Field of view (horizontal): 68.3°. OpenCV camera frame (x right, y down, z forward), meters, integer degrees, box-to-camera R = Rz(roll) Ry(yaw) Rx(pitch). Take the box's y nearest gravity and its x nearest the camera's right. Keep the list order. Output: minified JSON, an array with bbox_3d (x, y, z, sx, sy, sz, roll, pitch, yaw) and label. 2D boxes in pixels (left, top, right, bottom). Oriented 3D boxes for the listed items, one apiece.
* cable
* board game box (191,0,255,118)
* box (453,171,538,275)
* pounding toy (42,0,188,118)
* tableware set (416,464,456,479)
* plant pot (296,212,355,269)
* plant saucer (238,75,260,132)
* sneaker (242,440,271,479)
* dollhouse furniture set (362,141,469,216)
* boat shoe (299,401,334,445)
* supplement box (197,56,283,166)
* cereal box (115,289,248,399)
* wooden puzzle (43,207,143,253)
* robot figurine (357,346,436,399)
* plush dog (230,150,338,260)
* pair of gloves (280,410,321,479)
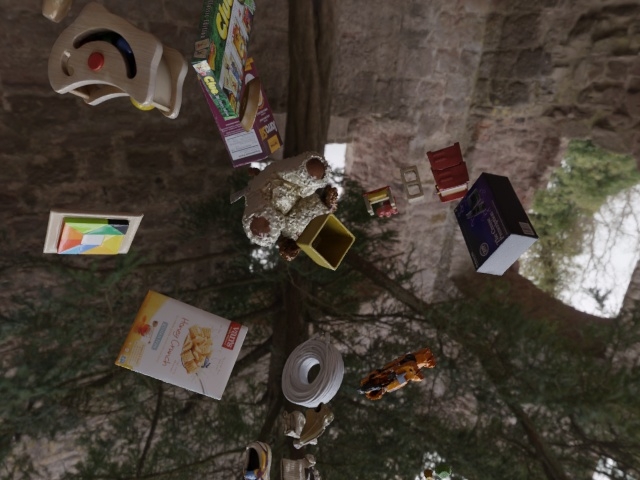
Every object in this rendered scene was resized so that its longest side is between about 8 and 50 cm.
[{"bbox_3d":[-0.032,0.501,1.797,0.257,0.089,0.257,-32,-137,21],"label":"cable"},{"bbox_3d":[-0.155,-0.350,0.786,0.031,0.259,0.136,-1,158,13],"label":"board game box"},{"bbox_3d":[0.530,-0.053,1.456,0.103,0.184,0.261,7,-132,-15],"label":"box"},{"bbox_3d":[-0.352,-0.283,0.723,0.270,0.154,0.155,33,-171,17],"label":"pounding toy"},{"bbox_3d":[0.282,0.585,1.095,0.104,0.154,0.024,-27,-164,11],"label":"tableware set"},{"bbox_3d":[0.000,0.000,0.928,0.083,0.081,0.081,5,-125,54],"label":"plant pot"},{"bbox_3d":[-0.107,-0.203,0.702,0.015,0.083,0.083,8,-160,-21],"label":"plant saucer"},{"bbox_3d":[-0.153,0.581,1.131,0.070,0.084,0.185,-19,-119,11],"label":"sneaker"},{"bbox_3d":[0.346,-0.205,1.727,0.375,0.152,0.201,-16,167,12],"label":"dollhouse furniture set"},{"bbox_3d":[-0.022,0.526,1.375,0.068,0.072,0.190,-31,172,16],"label":"boat shoe"},{"bbox_3d":[-0.155,-0.257,0.944,0.081,0.188,0.104,-12,-158,21],"label":"supplement box"},{"bbox_3d":[-0.305,0.234,1.059,0.240,0.172,0.047,23,164,-13],"label":"cereal box"},{"bbox_3d":[-0.623,-0.013,1.294,0.221,0.239,0.044,1,-118,-35],"label":"wooden puzzle"},{"bbox_3d":[0.262,0.482,1.682,0.211,0.291,0.085,-22,-104,-50],"label":"robot figurine"},{"bbox_3d":[-0.074,-0.084,1.184,0.262,0.225,0.211,-49,-142,-7],"label":"plush dog"},{"bbox_3d":[-0.058,0.682,1.538,0.042,0.204,0.240,-22,-135,21],"label":"pair of gloves"}]
